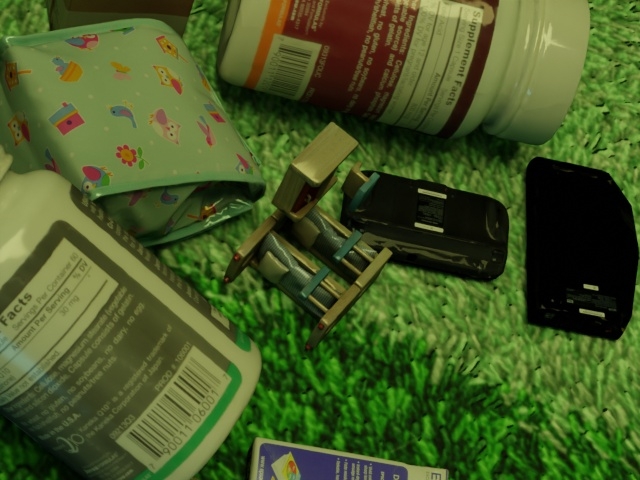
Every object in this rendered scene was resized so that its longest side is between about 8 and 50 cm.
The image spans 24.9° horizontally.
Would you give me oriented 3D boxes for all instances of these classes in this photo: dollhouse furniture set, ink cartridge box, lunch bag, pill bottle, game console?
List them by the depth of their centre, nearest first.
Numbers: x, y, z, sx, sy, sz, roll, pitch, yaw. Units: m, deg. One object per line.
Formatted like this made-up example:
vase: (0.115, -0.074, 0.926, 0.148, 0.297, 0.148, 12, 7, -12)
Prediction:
pill bottle: (-0.246, 0.066, 1.332, 0.361, 0.204, 0.204, 43, 55, -16)
ink cartridge box: (0.021, 0.312, 1.432, 0.208, 0.045, 0.206, 11, 59, -9)
dollhouse furniture set: (0.000, 0.000, 1.521, 0.129, 0.184, 0.129, 39, 58, 6)
lunch bag: (-0.203, -0.110, 1.532, 0.262, 0.160, 0.223, -14, 65, -42)
pill bottle: (0.094, -0.245, 1.667, 0.392, 0.224, 0.224, 13, 58, -10)
game console: (0.200, -0.015, 1.678, 0.361, 0.044, 0.213, 12, 57, -11)

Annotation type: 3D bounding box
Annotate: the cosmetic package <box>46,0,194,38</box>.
cosmetic package: (-0.207, -0.333, 1.579, 0.153, 0.296, 0.129, -4, 61, -19)

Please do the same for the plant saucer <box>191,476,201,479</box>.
plant saucer: (-0.118, 0.328, 1.346, 0.188, 0.045, 0.188, 22, 61, 22)
